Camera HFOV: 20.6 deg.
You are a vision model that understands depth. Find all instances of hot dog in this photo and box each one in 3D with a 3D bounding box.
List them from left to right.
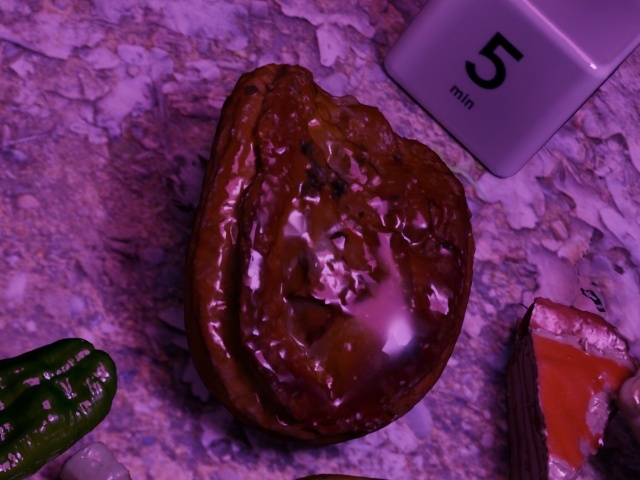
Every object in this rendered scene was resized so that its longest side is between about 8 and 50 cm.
[{"bbox_3d":[0.000,0.000,1.588,0.267,0.174,0.387,25,46,-18],"label":"hot dog"}]

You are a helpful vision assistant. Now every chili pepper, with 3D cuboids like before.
[{"bbox_3d":[-0.268,0.151,1.366,0.253,0.083,0.099,-20,68,-36],"label":"chili pepper"}]

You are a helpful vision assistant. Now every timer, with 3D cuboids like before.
[{"bbox_3d":[0.219,-0.220,1.888,0.194,0.195,0.192,44,45,3],"label":"timer"}]

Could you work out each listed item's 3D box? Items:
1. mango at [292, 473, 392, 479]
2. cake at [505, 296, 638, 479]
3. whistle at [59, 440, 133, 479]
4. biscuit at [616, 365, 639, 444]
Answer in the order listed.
[{"bbox_3d":[0.099,0.301,1.440,0.329,0.175,0.176,29,3,12],"label":"mango"},{"bbox_3d":[0.232,0.178,1.655,0.135,0.098,0.287,28,45,-13],"label":"cake"},{"bbox_3d":[-0.114,0.267,1.386,0.258,0.067,0.126,48,32,14],"label":"whistle"},{"bbox_3d":[0.415,0.231,1.703,0.217,0.044,0.325,-34,98,-35],"label":"biscuit"}]
